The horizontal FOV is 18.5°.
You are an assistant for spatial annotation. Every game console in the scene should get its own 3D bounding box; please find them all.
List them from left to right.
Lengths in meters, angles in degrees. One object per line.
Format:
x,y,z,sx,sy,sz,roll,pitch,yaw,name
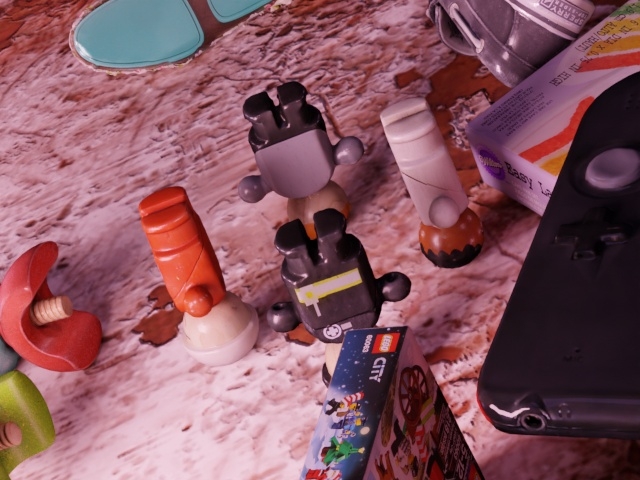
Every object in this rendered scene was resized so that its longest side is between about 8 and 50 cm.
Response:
0.314,-0.004,1.164,0.386,0.060,0.342,-1,35,26,game console

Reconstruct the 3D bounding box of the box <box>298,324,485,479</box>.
0.035,0.188,1.156,0.044,0.159,0.233,-7,42,26,box

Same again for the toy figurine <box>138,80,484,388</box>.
0.000,0.000,1.414,0.213,0.148,0.209,7,43,38,toy figurine

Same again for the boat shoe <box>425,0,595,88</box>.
0.131,-0.203,1.603,0.102,0.108,0.301,-57,26,15,boat shoe

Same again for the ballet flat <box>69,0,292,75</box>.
-0.110,-0.213,1.776,0.241,0.091,0.077,-21,8,0,ballet flat

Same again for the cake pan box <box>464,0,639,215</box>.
0.280,-0.092,1.417,0.267,0.070,0.246,-36,42,-14,cake pan box

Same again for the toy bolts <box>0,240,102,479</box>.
-0.289,0.080,1.449,0.158,0.218,0.228,-16,21,22,toy bolts
